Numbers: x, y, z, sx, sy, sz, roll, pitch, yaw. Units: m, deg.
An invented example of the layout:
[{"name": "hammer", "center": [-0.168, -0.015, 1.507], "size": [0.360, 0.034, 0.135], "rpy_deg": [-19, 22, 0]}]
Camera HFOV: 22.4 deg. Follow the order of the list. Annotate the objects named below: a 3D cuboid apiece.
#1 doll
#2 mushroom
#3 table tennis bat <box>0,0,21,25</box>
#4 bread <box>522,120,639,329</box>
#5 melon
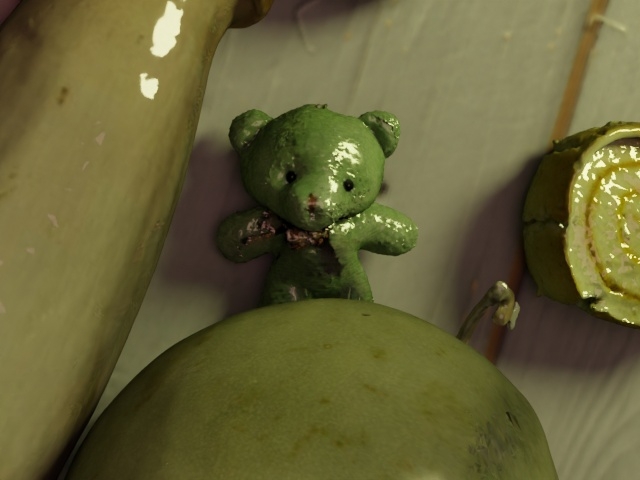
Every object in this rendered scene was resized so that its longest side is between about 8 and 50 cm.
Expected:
[{"name": "doll", "center": [0.000, 0.000, 0.895], "size": [0.115, 0.077, 0.150], "rpy_deg": [-3, 105, -5]}, {"name": "mushroom", "center": [-0.150, 0.013, 0.795], "size": [0.137, 0.154, 0.407], "rpy_deg": [21, 76, 27]}, {"name": "table tennis bat", "center": [-0.217, -0.109, 0.855], "size": [0.246, 0.022, 0.138], "rpy_deg": [-5, 93, -17]}, {"name": "bread", "center": [0.195, -0.006, 0.950], "size": [0.156, 0.064, 0.117], "rpy_deg": [16, 92, -17]}, {"name": "melon", "center": [-0.009, 0.160, 0.790], "size": [0.272, 0.308, 0.271], "rpy_deg": [1, 93, 26]}]
